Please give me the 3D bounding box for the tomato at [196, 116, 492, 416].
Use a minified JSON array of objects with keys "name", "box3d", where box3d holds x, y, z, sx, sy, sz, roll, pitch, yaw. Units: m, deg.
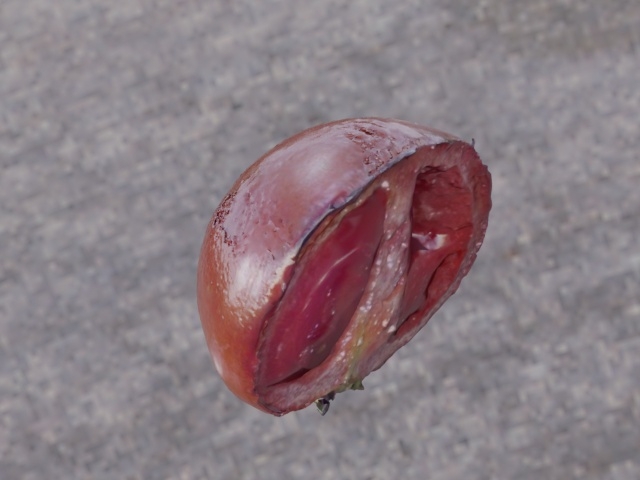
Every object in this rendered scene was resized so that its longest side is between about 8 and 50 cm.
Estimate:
[{"name":"tomato","box3d":[0.000,0.000,1.058,0.099,0.173,0.189,35,36,25]}]
